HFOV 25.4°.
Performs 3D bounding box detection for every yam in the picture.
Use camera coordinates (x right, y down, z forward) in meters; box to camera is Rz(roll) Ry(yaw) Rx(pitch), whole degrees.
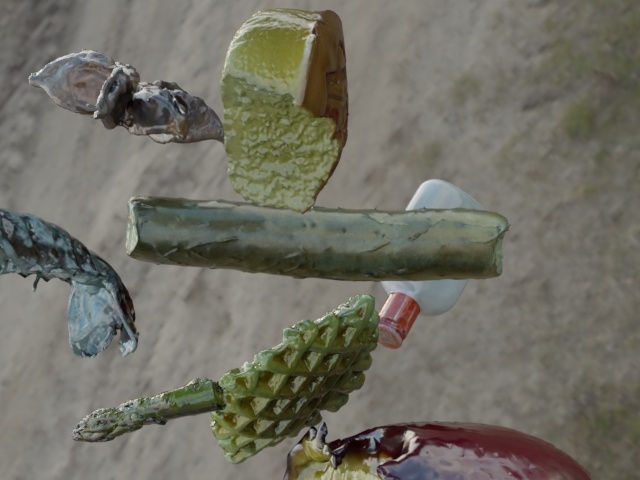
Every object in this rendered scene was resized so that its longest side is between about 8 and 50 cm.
[{"bbox_3d":[0.000,0.000,1.369,0.083,0.372,0.083,-178,90,-83],"label":"yam"}]

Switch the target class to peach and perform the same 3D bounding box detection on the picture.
[{"bbox_3d":[0.083,0.357,1.357,0.417,0.353,0.339,-12,53,26],"label":"peach"}]

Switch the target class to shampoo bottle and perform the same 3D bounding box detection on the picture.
[{"bbox_3d":[0.121,0.031,1.647,0.051,0.108,0.221,-40,15,55],"label":"shampoo bottle"}]

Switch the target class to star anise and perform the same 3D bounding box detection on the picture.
[{"bbox_3d":[-0.168,-0.131,1.338,0.208,0.172,0.063,28,102,58],"label":"star anise"}]

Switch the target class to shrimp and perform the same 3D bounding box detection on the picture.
[{"bbox_3d":[-0.332,0.025,1.184,0.221,0.410,0.166,-5,86,47],"label":"shrimp"}]

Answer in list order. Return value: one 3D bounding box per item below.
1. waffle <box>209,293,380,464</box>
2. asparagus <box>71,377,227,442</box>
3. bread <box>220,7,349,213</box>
[{"bbox_3d":[-0.026,0.150,1.508,0.208,0.214,0.054,-32,62,-18],"label":"waffle"},{"bbox_3d":[-0.156,0.154,1.261,0.165,0.036,0.030,-20,66,27],"label":"asparagus"},{"bbox_3d":[-0.020,-0.106,1.026,0.086,0.156,0.125,8,55,8],"label":"bread"}]
